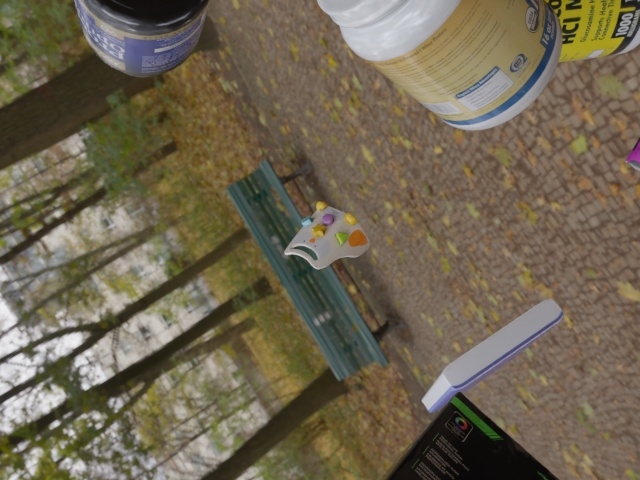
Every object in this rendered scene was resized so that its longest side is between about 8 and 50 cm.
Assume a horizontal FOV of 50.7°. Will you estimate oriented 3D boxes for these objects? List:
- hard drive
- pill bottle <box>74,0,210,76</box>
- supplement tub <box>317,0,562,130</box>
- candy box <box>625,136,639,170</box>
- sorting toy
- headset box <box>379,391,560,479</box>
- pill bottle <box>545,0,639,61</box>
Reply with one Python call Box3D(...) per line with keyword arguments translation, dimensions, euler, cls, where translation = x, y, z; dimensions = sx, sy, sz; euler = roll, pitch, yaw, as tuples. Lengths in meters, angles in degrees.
Box3D(translation=(0.283, 0.210, 1.164), dimensions=(0.040, 0.210, 0.318), euler=(55, 171, 18), cls="hard drive")
Box3D(translation=(-0.170, -0.228, 0.644), dimensions=(0.122, 0.123, 0.219), euler=(60, 166, -7), cls="pill bottle")
Box3D(translation=(0.108, -0.203, 0.608), dimensions=(0.200, 0.144, 0.144), euler=(26, -169, -38), cls="supplement tub")
Box3D(translation=(0.604, -0.133, 0.996), dimensions=(0.233, 0.159, 0.071), euler=(34, -164, 32), cls="candy box")
Box3D(translation=(0.000, 0.000, 0.760), dimensions=(0.083, 0.075, 0.044), euler=(23, 143, 31), cls="sorting toy")
Box3D(translation=(0.153, 0.319, 0.658), dimensions=(0.246, 0.283, 0.131), euler=(41, 121, 16), cls="headset box")
Box3D(translation=(0.284, -0.342, 0.964), dimensions=(0.188, 0.334, 0.187), euler=(171, 90, -84), cls="pill bottle")
